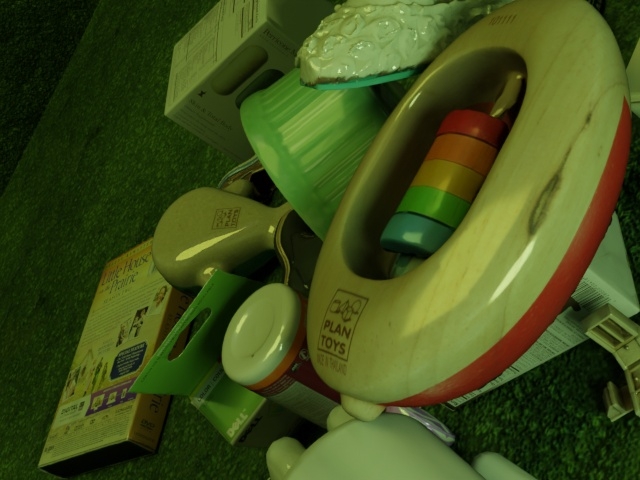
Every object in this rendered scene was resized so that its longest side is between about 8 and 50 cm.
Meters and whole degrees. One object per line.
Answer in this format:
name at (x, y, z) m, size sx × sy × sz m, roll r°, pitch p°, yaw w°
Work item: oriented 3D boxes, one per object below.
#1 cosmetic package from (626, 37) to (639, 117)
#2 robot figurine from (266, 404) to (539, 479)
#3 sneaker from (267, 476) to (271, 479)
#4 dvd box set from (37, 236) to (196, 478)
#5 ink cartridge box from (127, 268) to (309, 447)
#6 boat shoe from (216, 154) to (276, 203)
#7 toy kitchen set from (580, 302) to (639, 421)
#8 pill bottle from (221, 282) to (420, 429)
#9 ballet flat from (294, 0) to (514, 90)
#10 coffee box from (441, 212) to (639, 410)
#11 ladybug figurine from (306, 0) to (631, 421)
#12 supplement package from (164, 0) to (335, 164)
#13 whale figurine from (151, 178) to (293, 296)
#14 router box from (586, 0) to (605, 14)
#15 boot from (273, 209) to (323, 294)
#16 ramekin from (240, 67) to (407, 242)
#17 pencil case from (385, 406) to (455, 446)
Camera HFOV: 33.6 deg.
cosmetic package at (0.446, -0.178, 0.973) m, size 0.309 × 0.113 × 0.160 m, roll 3°, pitch 65°, yaw 58°
robot figurine at (0.087, 0.290, 0.942) m, size 0.300 × 0.199 × 0.353 m, roll -28°, pitch 38°, yaw -19°
sneaker at (-0.062, 0.321, 1.324) m, size 0.040 × 0.044 × 0.109 m, roll -19°, pitch 45°, yaw 51°
dvd box set at (-0.335, 0.187, 1.839) m, size 0.308 × 0.062 × 0.420 m, roll -25°, pitch 43°, yaw 44°
ink cartridge box at (-0.083, 0.152, 1.289) m, size 0.097 × 0.255 × 0.188 m, roll 42°, pitch 100°, yaw 28°
boat shoe at (-0.114, -0.094, 1.773) m, size 0.183 × 0.066 × 0.066 m, roll -44°, pitch 34°, yaw 23°
toy kitchen set at (0.271, 0.121, 0.983) m, size 0.068 × 0.075 × 0.083 m, roll -40°, pitch 29°, yaw 29°
pill bottle at (0.006, 0.147, 1.203) m, size 0.121 × 0.221 × 0.121 m, roll -35°, pitch 38°, yaw 33°
ballet flat at (0.128, -0.263, 1.190) m, size 0.147 × 0.409 × 0.147 m, roll 23°, pitch 122°, yaw 44°
coffee box at (0.198, 0.057, 1.129) m, size 0.246 × 0.098 × 0.141 m, roll -35°, pitch 35°, yaw 33°
ladybug figurine at (0.150, -0.023, 1.010) m, size 0.449 × 0.162 × 0.305 m, roll -59°, pitch 29°, yaw -9°
supplement package at (-0.103, -0.299, 1.817) m, size 0.263 × 0.199 × 0.198 m, roll -37°, pitch 36°, yaw 32°
whale figurine at (-0.128, 0.006, 1.669) m, size 0.272 × 0.141 × 0.216 m, roll -8°, pitch 52°, yaw 23°
router box at (0.296, -0.261, 1.348) m, size 0.122 × 0.038 × 0.092 m, roll -16°, pitch 49°, yaw 50°
boot at (0.000, 0.000, 1.477) m, size 0.137 × 0.077 × 0.197 m, roll -53°, pitch 32°, yaw 37°
ramekin at (0.058, -0.103, 1.305) m, size 0.148 × 0.303 × 0.303 m, roll -40°, pitch 33°, yaw 16°
pencil case at (0.060, 0.267, 1.146) m, size 0.206 × 0.088 × 0.086 m, roll -56°, pitch 0°, yaw -2°
